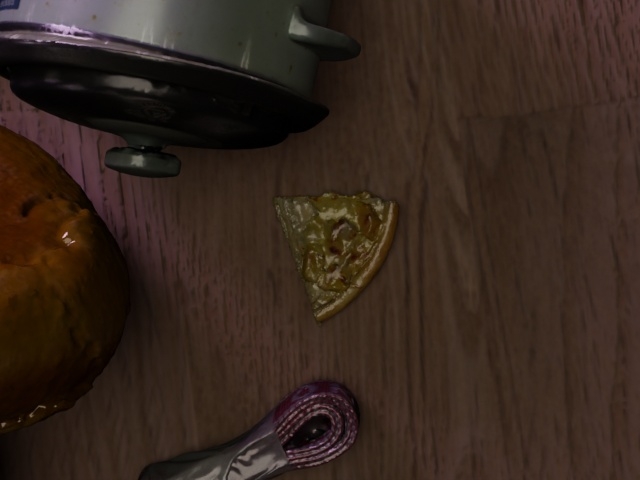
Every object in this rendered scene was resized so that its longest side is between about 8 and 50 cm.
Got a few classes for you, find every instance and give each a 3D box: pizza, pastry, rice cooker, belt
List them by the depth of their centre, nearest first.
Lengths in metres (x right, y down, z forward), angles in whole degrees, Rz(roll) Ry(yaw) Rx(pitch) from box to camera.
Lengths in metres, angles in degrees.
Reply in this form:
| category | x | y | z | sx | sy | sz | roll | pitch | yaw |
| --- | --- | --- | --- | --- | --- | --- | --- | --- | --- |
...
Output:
| category | x | y | z | sx | sy | sz | roll | pitch | yaw |
| --- | --- | --- | --- | --- | --- | --- | --- | --- | --- |
| pastry | -0.308 | 0.013 | 1.117 | 0.356 | 0.356 | 0.164 | 19 | 120 | 5 |
| rice cooker | -0.112 | -0.194 | 1.131 | 0.316 | 0.264 | 0.317 | -1 | 85 | 14 |
| belt | -0.072 | 0.188 | 1.234 | 0.232 | 0.053 | 0.071 | -32 | 95 | 5 |
| pizza | 0.000 | 0.000 | 1.237 | 0.108 | 0.026 | 0.123 | 33 | 94 | 7 |
